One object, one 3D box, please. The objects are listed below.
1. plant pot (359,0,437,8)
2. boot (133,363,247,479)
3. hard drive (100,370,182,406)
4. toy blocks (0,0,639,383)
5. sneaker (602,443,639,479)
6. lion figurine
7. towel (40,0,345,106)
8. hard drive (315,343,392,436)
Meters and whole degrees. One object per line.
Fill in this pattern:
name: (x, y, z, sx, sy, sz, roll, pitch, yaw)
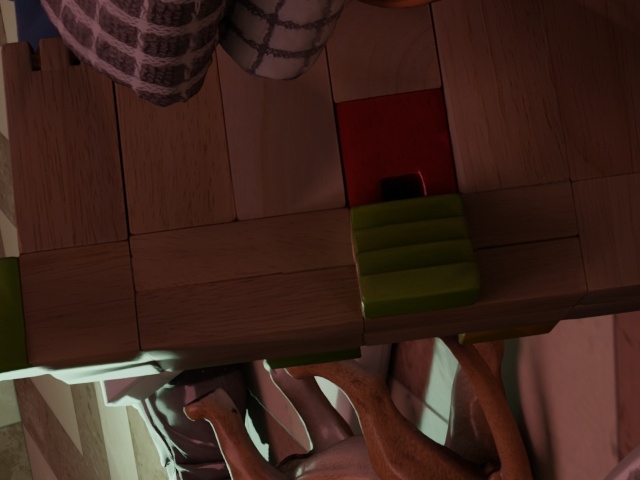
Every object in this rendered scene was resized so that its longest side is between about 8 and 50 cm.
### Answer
plant pot: (0.090, -0.247, 0.585, 0.291, 0.203, 0.291, 166, 90, -70)
boot: (-0.156, 0.205, 1.655, 0.338, 0.118, 0.222, 2, 107, 68)
hard drive: (-0.179, -0.045, 1.505, 0.233, 0.047, 0.353, -38, 60, 50)
toy blocks: (0.003, -0.083, 0.732, 0.191, 0.381, 0.261, 80, -177, -79)
sneaker: (0.183, 0.206, 0.802, 0.126, 0.127, 0.321, 50, 124, 38)
lion figurine: (0.046, 0.175, 1.092, 0.240, 0.142, 0.392, 60, 153, 0)
towel: (-0.068, -0.222, 0.551, 0.235, 0.121, 0.283, 109, 141, -55)
hard drive: (0.000, 0.000, 1.220, 0.307, 0.040, 0.203, 96, 151, -44)
